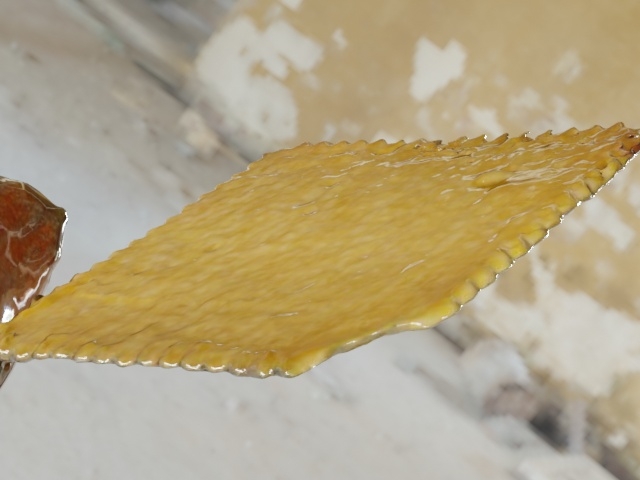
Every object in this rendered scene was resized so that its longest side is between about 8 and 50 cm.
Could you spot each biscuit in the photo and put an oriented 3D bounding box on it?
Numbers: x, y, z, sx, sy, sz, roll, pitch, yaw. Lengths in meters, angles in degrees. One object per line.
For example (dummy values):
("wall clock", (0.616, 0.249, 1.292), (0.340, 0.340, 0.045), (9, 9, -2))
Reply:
("biscuit", (0.000, 0.000, 0.748), (0.232, 0.013, 0.237), (0, 26, 40))

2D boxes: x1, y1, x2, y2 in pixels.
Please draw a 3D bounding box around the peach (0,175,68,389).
("peach", (-0.273, 0.033, 1.008), (0.232, 0.256, 0.232), (-18, 90, -84))
